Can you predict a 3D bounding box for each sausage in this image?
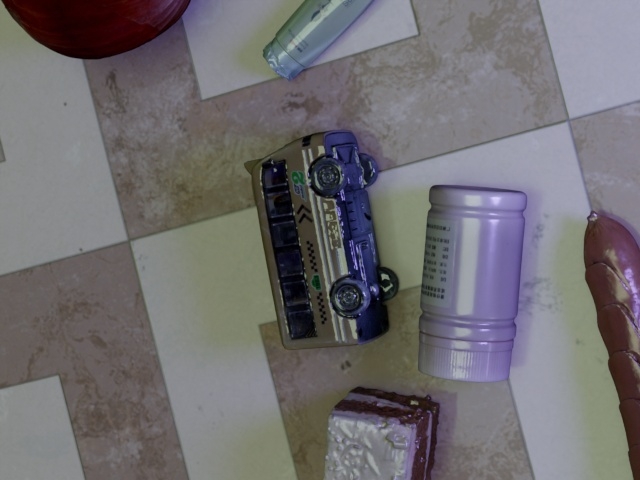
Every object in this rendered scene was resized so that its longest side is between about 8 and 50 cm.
[{"bbox_3d":[0.413,0.169,1.869,0.088,0.088,0.433,-14,86,18],"label":"sausage"}]

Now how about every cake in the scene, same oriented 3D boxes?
[{"bbox_3d":[0.079,0.277,1.958,0.135,0.147,0.134,7,95,19],"label":"cake"}]

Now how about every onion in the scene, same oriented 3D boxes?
[{"bbox_3d":[-0.305,-0.413,1.964,0.341,0.341,0.341,1,94,18],"label":"onion"}]

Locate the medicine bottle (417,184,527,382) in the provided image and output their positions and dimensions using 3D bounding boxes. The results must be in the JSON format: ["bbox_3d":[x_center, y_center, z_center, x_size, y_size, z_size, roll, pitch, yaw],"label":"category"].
[{"bbox_3d":[0.199,0.054,1.912,0.133,0.133,0.250,4,94,18],"label":"medicine bottle"}]

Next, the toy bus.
[{"bbox_3d":[0.000,0.000,1.974,0.157,0.139,0.289,-9,94,23],"label":"toy bus"}]

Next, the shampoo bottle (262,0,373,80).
[{"bbox_3d":[0.008,-0.312,1.994,0.072,0.049,0.212,46,106,6],"label":"shampoo bottle"}]
